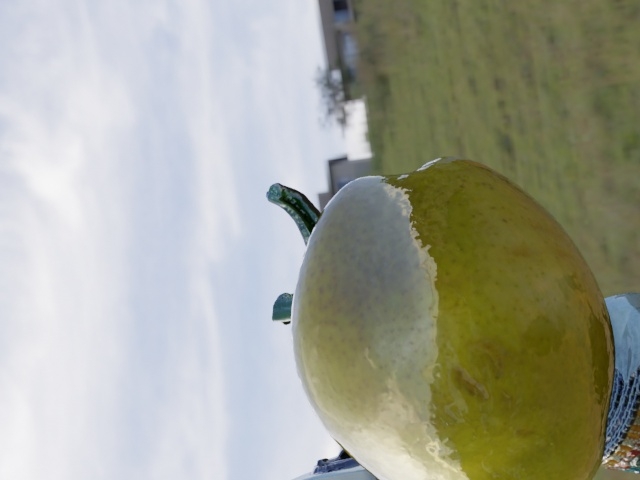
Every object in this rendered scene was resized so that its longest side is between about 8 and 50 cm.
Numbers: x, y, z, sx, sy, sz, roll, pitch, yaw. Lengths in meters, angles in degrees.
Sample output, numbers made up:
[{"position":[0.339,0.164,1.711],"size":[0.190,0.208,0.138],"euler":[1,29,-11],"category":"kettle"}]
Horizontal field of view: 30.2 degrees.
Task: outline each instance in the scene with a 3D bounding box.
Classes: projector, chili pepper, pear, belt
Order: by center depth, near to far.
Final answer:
[{"position":[0.148,0.113,1.346],"size":[0.418,0.362,0.362],"euler":[68,-165,0],"category":"pear"},{"position":[0.000,0.001,1.510],"size":[0.182,0.050,0.073],"euler":[51,-175,-24],"category":"chili pepper"},{"position":[0.450,0.201,1.683],"size":[0.207,0.150,0.258],"euler":[-177,99,-74],"category":"belt"},{"position":[0.101,0.317,1.695],"size":[0.257,0.259,0.079],"euler":[-12,-98,-36],"category":"projector"},{"position":[0.036,0.102,2.062],"size":[0.099,0.253,0.083],"euler":[-18,-85,-68],"category":"chili pepper"}]
